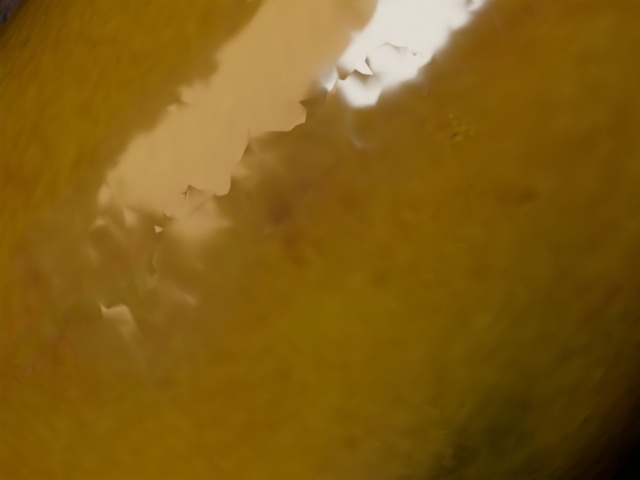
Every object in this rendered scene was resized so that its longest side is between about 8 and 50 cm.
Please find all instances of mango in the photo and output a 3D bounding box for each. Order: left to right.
[{"bbox_3d":[0.017,-0.031,0.577,0.445,0.232,0.300,-53,6,25],"label":"mango"}]
